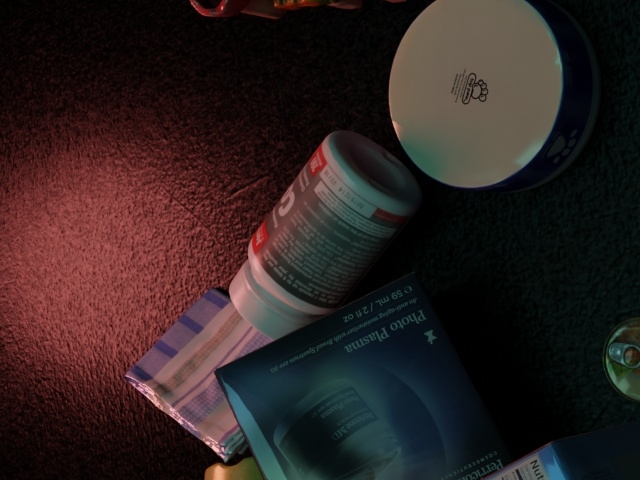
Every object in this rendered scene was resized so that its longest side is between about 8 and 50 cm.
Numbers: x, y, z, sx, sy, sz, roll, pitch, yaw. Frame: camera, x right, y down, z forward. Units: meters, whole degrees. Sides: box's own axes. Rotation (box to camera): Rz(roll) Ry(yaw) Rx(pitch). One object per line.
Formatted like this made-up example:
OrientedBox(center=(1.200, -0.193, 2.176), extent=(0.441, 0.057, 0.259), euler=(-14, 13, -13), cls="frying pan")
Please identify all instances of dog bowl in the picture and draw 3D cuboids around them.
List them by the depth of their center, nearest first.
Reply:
OrientedBox(center=(0.223, -0.194, 1.735), extent=(0.265, 0.104, 0.265), euler=(1, 91, 38), cls="dog bowl")

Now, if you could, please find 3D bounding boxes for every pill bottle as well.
OrientedBox(center=(0.000, 0.000, 1.872), extent=(0.161, 0.161, 0.283), euler=(51, 118, 26), cls="pill bottle")

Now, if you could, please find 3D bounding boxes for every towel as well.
OrientedBox(center=(-0.147, 0.187, 1.971), extent=(0.209, 0.034, 0.285), euler=(-46, 43, -15), cls="towel")

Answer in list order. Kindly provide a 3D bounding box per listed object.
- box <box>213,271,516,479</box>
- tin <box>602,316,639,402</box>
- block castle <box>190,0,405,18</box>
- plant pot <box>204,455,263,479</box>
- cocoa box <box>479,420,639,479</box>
OrientedBox(center=(0.065, 0.246, 1.737), extent=(0.296, 0.183, 0.294), euler=(-27, 72, -1), cls="box")
OrientedBox(center=(0.435, 0.156, 1.619), extent=(0.190, 0.040, 0.106), euler=(16, 96, 36), cls="tin")
OrientedBox(center=(0.018, -0.470, 1.822), extent=(0.453, 0.213, 0.303), euler=(0, 90, 38), cls="block castle")
OrientedBox(center=(-0.066, 0.440, 1.889), extent=(0.276, 0.276, 0.254), euler=(-20, 66, 36), cls="plant pot")
OrientedBox(center=(0.306, 0.355, 1.523), extent=(0.228, 0.347, 0.231), euler=(-37, 68, 31), cls="cocoa box")
